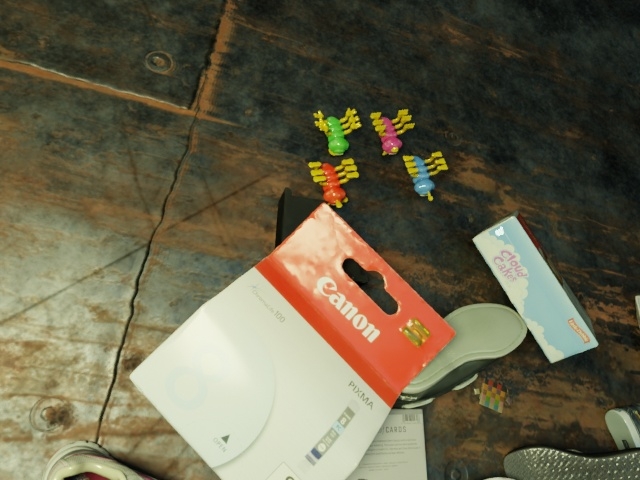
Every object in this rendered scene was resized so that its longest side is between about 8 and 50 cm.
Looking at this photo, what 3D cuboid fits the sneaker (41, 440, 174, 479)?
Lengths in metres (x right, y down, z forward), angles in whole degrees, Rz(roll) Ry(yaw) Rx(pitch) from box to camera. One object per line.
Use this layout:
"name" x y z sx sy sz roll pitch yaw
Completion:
"sneaker" -0.249 0.353 0.560 0.252 0.111 0.103 28 66 -7

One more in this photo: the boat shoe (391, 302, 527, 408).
"boat shoe" 0.238 0.203 0.782 0.302 0.091 0.114 -14 46 -20

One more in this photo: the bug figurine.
"bug figurine" 0.100 -0.165 0.868 0.278 0.072 0.216 -6 68 -15

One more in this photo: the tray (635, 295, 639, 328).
"tray" 0.772 0.261 0.964 0.145 0.030 0.271 5 71 -15

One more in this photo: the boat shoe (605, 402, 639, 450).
"boat shoe" 0.636 0.416 0.848 0.083 0.065 0.184 -7 73 -18

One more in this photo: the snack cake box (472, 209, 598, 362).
"snack cake box" 0.410 0.078 0.837 0.264 0.089 0.152 60 28 7

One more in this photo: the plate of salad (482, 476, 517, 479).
"plate of salad" 0.301 0.495 0.704 0.199 0.048 0.200 1 78 -4

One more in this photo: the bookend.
"bookend" 0.000 0.000 0.779 0.156 0.072 0.157 6 71 -15

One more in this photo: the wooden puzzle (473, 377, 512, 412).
"wooden puzzle" 0.326 0.293 0.822 0.083 0.006 0.049 25 66 -9

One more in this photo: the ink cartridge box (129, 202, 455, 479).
"ink cartridge box" -0.024 0.170 0.640 0.385 0.091 0.308 -44 85 -6

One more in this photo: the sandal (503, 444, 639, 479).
"sandal" 0.451 0.402 0.745 0.254 0.054 0.097 -7 76 18

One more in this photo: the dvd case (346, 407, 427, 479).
"dvd case" 0.090 0.398 0.699 0.179 0.029 0.239 6 70 -16
